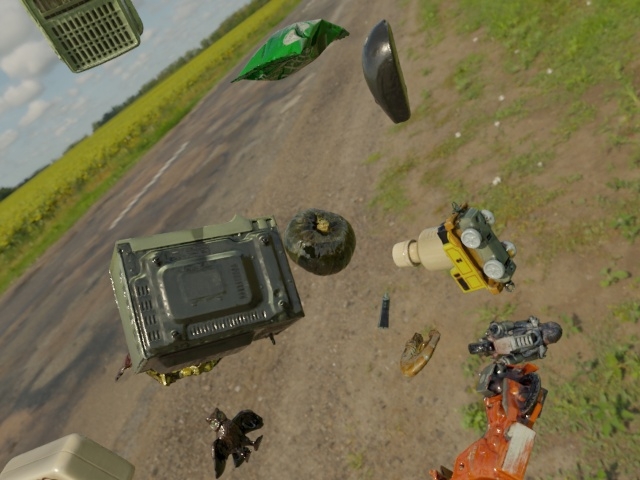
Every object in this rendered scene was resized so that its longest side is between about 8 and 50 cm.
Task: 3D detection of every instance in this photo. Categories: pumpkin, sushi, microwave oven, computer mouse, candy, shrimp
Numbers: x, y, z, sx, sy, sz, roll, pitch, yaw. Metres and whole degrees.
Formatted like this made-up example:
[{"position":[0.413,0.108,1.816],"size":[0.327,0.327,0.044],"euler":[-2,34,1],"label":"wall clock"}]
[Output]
[{"position":[0.000,0.000,1.745],"size":[0.223,0.224,0.157],"euler":[-60,-11,-47],"label":"pumpkin"},{"position":[-0.400,0.313,1.619],"size":[0.179,0.297,0.166],"euler":[-137,61,-63],"label":"sushi"},{"position":[-0.248,0.112,1.284],"size":[0.355,0.286,0.218],"euler":[-11,-16,-27],"label":"microwave oven"},{"position":[0.169,-0.446,1.571],"size":[0.100,0.269,0.170],"euler":[-10,45,15],"label":"computer mouse"},{"position":[-0.057,-0.338,1.038],"size":[0.141,0.078,0.203],"euler":[-26,14,41],"label":"candy"},{"position":[0.183,0.191,1.074],"size":[0.095,0.045,0.162],"euler":[-64,-5,21],"label":"shrimp"}]

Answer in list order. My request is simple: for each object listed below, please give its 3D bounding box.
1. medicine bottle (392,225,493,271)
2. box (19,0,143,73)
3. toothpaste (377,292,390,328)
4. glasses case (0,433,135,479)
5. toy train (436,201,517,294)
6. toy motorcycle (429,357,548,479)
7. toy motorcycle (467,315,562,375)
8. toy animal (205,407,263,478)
[{"position":[0.300,0.020,1.459],"size":[0.252,0.114,0.114],"euler":[-13,31,39],"label":"medicine bottle"},{"position":[-0.552,-0.544,1.321],"size":[0.221,0.290,0.166],"euler":[-27,49,-5],"label":"box"},{"position":[0.205,0.226,1.873],"size":[0.037,0.139,0.021],"euler":[4,28,3],"label":"toothpaste"},{"position":[-0.496,0.457,1.115],"size":[0.336,0.144,0.076],"euler":[-30,29,39],"label":"glasses case"},{"position":[0.304,0.021,1.168],"size":[0.127,0.219,0.089],"euler":[-28,13,46],"label":"toy train"},{"position":[0.323,0.389,1.106],"size":[0.325,0.148,0.221],"euler":[-62,3,-24],"label":"toy motorcycle"},{"position":[0.510,0.275,1.569],"size":[0.401,0.134,0.207],"euler":[0,-15,-45],"label":"toy motorcycle"},{"position":[-0.270,0.579,1.722],"size":[0.218,0.179,0.116],"euler":[-46,1,-39],"label":"toy animal"}]
